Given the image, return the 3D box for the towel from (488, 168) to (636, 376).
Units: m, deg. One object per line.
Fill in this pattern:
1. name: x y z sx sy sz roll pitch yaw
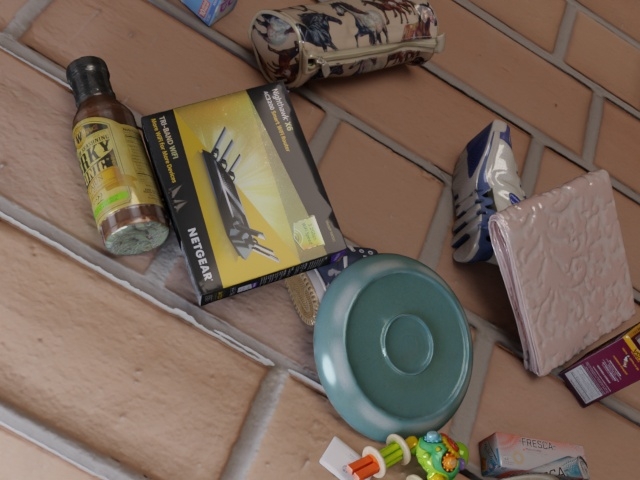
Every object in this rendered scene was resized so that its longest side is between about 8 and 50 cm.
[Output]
1. towel: 0.470 0.053 1.603 0.331 0.053 0.317 -22 102 -35

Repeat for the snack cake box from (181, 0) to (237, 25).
1. snack cake box: -0.203 -0.563 1.600 0.152 0.264 0.089 40 51 2

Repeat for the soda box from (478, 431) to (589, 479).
1. soda box: 0.362 0.373 1.423 0.183 0.058 0.063 12 55 -19

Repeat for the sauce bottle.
1. sauce bottle: -0.341 -0.145 1.363 0.111 0.111 0.345 -8 62 -31

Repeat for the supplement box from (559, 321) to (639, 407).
1. supplement box: 0.543 0.222 1.530 0.104 0.188 0.081 -23 73 -36

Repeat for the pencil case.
1. pencil case: 0.064 -0.407 1.703 0.410 0.160 0.183 -19 53 -35

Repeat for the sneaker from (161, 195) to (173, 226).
1. sneaker: -0.217 -0.052 1.410 0.135 0.052 0.058 18 43 -26

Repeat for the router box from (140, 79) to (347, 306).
1. router box: -0.125 -0.079 1.342 0.242 0.081 0.309 -18 77 -14

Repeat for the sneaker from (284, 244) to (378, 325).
1. sneaker: 0.000 0.000 1.449 0.153 0.099 0.282 -12 72 -29

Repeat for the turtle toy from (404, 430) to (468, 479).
1. turtle toy: 0.194 0.344 1.336 0.095 0.066 0.130 54 12 31

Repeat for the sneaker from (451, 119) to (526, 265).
1. sneaker: 0.368 -0.067 1.681 0.182 0.127 0.316 21 59 -19

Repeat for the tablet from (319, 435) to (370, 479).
1. tablet: 0.042 0.350 1.306 0.083 0.006 0.054 38 51 0

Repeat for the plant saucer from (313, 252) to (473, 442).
1. plant saucer: 0.136 0.173 1.384 0.317 0.043 0.318 7 75 -28

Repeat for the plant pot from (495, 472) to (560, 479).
1. plant pot: 0.234 0.527 1.122 0.333 0.334 0.306 -21 83 -35

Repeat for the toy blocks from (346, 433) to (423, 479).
1. toy blocks: 0.083 0.378 1.272 0.148 0.054 0.123 -20 79 -35
